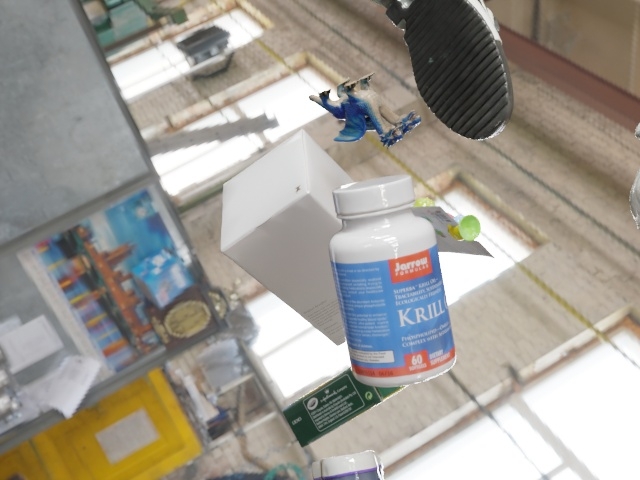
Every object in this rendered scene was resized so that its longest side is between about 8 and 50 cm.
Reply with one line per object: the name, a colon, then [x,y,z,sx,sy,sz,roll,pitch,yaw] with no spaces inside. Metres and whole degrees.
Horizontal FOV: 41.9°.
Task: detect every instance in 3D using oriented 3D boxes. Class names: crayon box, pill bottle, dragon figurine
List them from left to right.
dragon figurine: [0.068,-0.245,1.658,0.289,0.085,0.144,-2,-66,50]
crayon box: [0.098,0.268,1.584,0.323,0.203,0.083,-12,68,-58]
pill bottle: [0.077,0.043,0.950,0.124,0.124,0.221,-161,-122,-72]

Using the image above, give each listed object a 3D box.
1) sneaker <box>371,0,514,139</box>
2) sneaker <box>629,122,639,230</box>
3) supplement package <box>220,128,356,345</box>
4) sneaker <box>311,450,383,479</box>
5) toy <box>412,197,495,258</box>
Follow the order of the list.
sneaker: [0.175,-0.267,1.055,0.122,0.146,0.330,-42,-120,37]
sneaker: [0.299,-0.008,0.633,0.110,0.292,0.118,30,-36,-24]
supplement package: [0.000,0.000,1.362,0.293,0.177,0.175,43,26,-33]
sneaker: [0.066,0.492,1.446,0.323,0.130,0.236,88,-8,-73]
toy: [0.197,-0.033,1.426,0.137,0.056,0.237,40,-10,-20]
